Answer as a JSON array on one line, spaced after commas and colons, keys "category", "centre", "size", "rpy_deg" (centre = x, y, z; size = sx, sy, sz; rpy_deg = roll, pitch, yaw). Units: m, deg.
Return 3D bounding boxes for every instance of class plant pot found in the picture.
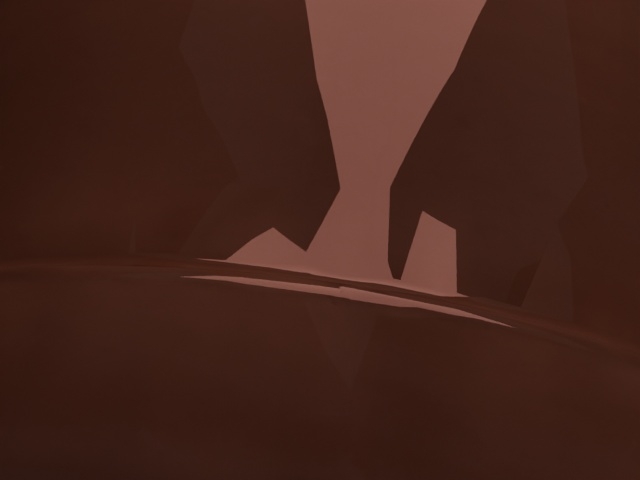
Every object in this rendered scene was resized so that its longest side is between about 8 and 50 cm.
[{"category": "plant pot", "centre": [0.000, 0.000, 0.567], "size": [0.323, 0.280, 0.323], "rpy_deg": [6, -24, 3]}]
